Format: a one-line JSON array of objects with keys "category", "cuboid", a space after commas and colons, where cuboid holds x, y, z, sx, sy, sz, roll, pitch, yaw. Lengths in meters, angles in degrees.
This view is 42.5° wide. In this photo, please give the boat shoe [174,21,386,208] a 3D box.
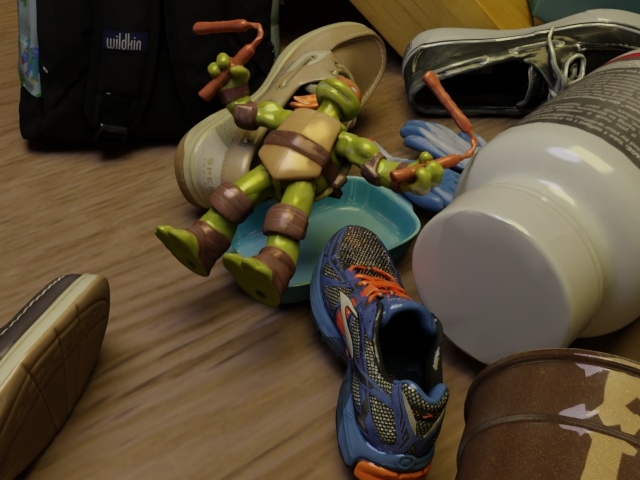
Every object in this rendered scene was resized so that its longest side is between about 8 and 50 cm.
[{"category": "boat shoe", "cuboid": [-0.009, -0.127, 0.807, 0.098, 0.109, 0.302, 7, 37, 40]}]

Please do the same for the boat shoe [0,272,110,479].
[{"category": "boat shoe", "cuboid": [-0.228, 0.114, 0.504, 0.092, 0.103, 0.285, 18, 46, 9]}]

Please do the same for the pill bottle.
[{"category": "pill bottle", "cuboid": [0.219, -0.031, 0.671, 0.176, 0.176, 0.318, 30, 44, 29]}]

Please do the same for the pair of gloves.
[{"category": "pair of gloves", "cuboid": [0.127, -0.076, 0.817, 0.159, 0.023, 0.198, 30, 33, 23]}]

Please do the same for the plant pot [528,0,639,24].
[{"category": "plant pot", "cuboid": [0.399, -0.337, 1.074, 0.234, 0.166, 0.165, 10, 38, -1]}]

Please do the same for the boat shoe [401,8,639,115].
[{"category": "boat shoe", "cuboid": [0.248, -0.189, 0.931, 0.306, 0.113, 0.105, 1, 44, 0]}]

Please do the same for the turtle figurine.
[{"category": "turtle figurine", "cuboid": [-0.033, -0.064, 0.657, 0.269, 0.087, 0.217, 28, 66, 16]}]

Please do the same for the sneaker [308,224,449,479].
[{"category": "sneaker", "cuboid": [0.050, 0.063, 0.589, 0.083, 0.087, 0.221, 9, 40, -22]}]

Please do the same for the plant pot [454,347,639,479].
[{"category": "plant pot", "cuboid": [0.127, 0.172, 0.428, 0.167, 0.167, 0.165, 20, 48, 19]}]

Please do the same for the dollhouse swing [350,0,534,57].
[{"category": "dollhouse swing", "cuboid": [0.077, -0.338, 1.145, 0.315, 0.305, 0.347, 43, 34, -19]}]

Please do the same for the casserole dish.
[{"category": "casserole dish", "cuboid": [0.000, 0.000, 0.723, 0.188, 0.037, 0.114, -22, 45, -31]}]

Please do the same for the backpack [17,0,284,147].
[{"category": "backpack", "cuboid": [-0.179, -0.305, 0.837, 0.290, 0.356, 0.273, -7, 38, -14]}]
